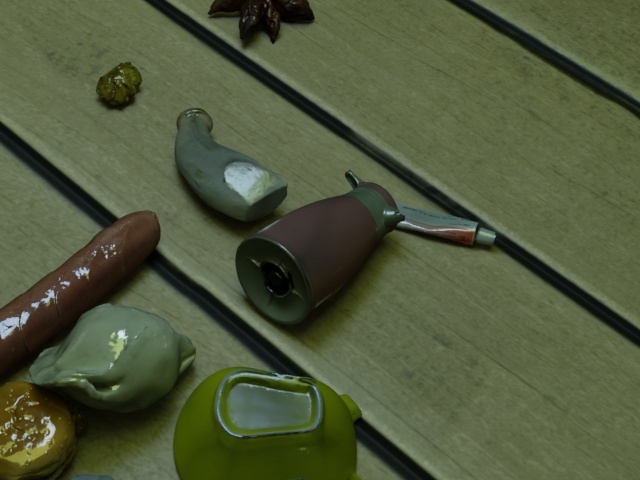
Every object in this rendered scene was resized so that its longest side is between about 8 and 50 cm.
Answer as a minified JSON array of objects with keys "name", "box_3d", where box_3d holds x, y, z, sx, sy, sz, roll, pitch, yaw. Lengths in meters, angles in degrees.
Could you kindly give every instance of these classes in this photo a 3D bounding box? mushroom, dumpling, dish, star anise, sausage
[{"name":"mushroom","box_3d":[-0.169,-0.123,2.017,0.118,0.103,0.270,-27,50,-27]},{"name":"dumpling","box_3d":[-0.292,0.159,1.719,0.193,0.147,0.258,9,15,27]},{"name":"dish","box_3d":[-0.066,0.249,1.683,0.262,0.108,0.221,4,49,-3]},{"name":"star anise","box_3d":[-0.108,-0.459,2.331,0.196,0.111,0.212,-3,41,-18]},{"name":"sausage","box_3d":[-0.383,0.087,1.811,0.088,0.088,0.433,34,54,22]}]

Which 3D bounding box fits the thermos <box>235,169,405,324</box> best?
[{"name":"thermos","box_3d":[0.000,0.000,1.908,0.176,0.146,0.265,10,33,38]}]

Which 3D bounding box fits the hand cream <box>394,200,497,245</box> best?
[{"name":"hand cream","box_3d":[0.176,-0.026,2.015,0.216,0.038,0.052,14,23,14]}]

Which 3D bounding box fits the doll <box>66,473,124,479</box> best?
[{"name":"doll","box_3d":[-0.326,0.348,1.592,0.180,0.079,0.094,-29,25,-22]}]

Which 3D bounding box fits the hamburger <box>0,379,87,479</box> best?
[{"name":"hamburger","box_3d":[-0.390,0.260,1.654,0.138,0.083,0.147,23,52,9]}]

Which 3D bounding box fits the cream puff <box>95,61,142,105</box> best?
[{"name":"cream puff","box_3d":[-0.347,-0.272,2.156,0.083,0.058,0.083,-28,55,-26]}]
